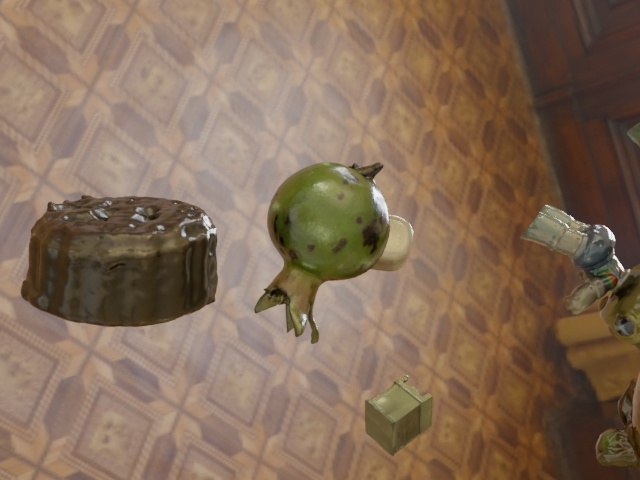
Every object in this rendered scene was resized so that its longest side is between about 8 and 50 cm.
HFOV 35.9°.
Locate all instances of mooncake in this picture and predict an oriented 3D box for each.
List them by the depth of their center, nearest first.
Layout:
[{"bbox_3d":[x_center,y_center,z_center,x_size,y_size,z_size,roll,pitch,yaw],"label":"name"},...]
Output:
[{"bbox_3d":[-0.232,0.017,1.156,0.228,0.228,0.124,-10,110,-48],"label":"mooncake"}]

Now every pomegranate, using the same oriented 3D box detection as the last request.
[{"bbox_3d":[0.006,0.012,1.159,0.156,0.156,0.220,7,88,-46],"label":"pomegranate"}]

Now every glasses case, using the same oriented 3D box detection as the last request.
[{"bbox_3d":[0.038,-0.006,1.464,0.196,0.050,0.083,8,53,1],"label":"glasses case"}]

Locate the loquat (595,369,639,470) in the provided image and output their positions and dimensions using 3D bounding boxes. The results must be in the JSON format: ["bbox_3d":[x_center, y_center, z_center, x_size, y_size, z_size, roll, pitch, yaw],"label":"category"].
[{"bbox_3d":[0.549,0.247,1.329,0.328,0.359,0.328,-15,90,-74],"label":"loquat"}]

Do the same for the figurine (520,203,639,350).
[{"bbox_3d":[0.508,0.067,1.599,0.381,0.205,0.224,30,24,-4],"label":"figurine"}]

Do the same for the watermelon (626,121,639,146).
[{"bbox_3d":[0.590,-0.111,1.405,0.261,0.213,0.201,1,87,-11],"label":"watermelon"}]

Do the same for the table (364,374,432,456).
[{"bbox_3d":[0.117,0.259,1.478,0.083,0.062,0.079,-29,137,-28],"label":"table"}]
